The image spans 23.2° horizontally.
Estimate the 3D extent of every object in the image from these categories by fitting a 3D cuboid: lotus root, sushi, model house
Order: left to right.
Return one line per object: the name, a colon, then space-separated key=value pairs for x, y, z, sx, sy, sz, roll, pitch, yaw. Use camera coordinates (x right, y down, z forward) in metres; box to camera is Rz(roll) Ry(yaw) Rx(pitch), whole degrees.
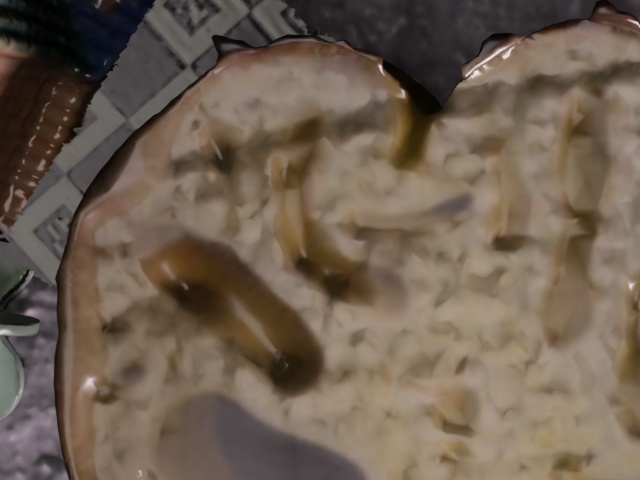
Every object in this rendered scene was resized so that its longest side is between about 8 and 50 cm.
model house: x=-0.184 y=-0.105 z=0.821 sx=0.166 sy=0.183 sz=0.172 roll=34 pitch=103 yaw=12
sushi: x=0.000 y=0.000 z=0.824 sx=0.279 sy=0.043 sz=0.192 roll=33 pitch=91 yaw=-2
lotus root: x=0.065 y=0.076 z=0.712 sx=0.391 sy=0.111 sz=0.374 roll=8 pitch=83 yaw=11

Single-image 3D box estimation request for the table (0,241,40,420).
table: x=-0.263 y=0.039 z=0.840 sx=0.167 sy=0.198 sz=0.166 roll=0 pitch=91 yaw=18
